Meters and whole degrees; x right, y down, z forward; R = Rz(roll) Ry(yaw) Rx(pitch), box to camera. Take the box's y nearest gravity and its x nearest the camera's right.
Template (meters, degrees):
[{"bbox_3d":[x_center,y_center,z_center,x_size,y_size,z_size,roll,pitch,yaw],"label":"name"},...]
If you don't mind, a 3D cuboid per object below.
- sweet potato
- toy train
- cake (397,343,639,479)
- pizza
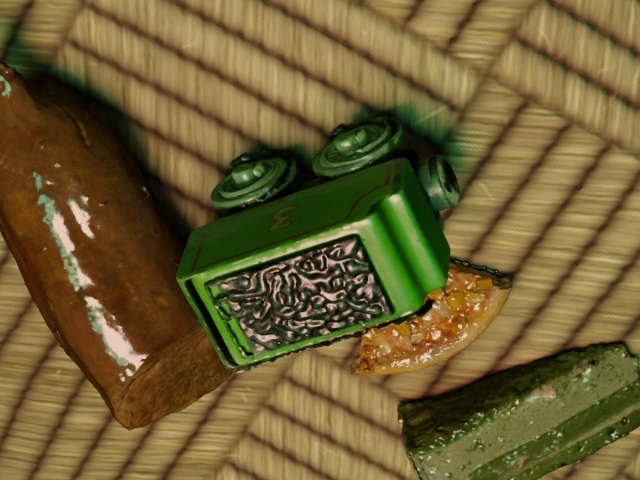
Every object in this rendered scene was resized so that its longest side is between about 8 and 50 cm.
[{"bbox_3d":[-0.199,0.002,1.484,0.157,0.158,0.370,-25,103,19],"label":"sweet potato"},{"bbox_3d":[0.000,0.000,1.432,0.243,0.188,0.132,-19,118,17],"label":"toy train"},{"bbox_3d":[0.192,0.166,1.593,0.235,0.099,0.100,-27,113,-3],"label":"cake"},{"bbox_3d":[0.089,0.059,1.538,0.178,0.041,0.131,-19,114,16],"label":"pizza"}]
